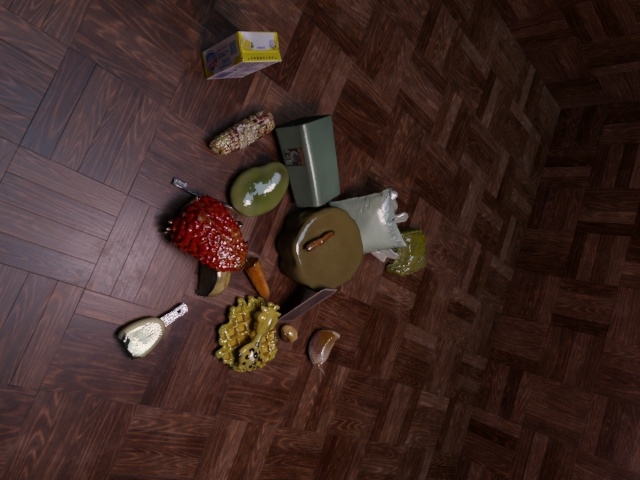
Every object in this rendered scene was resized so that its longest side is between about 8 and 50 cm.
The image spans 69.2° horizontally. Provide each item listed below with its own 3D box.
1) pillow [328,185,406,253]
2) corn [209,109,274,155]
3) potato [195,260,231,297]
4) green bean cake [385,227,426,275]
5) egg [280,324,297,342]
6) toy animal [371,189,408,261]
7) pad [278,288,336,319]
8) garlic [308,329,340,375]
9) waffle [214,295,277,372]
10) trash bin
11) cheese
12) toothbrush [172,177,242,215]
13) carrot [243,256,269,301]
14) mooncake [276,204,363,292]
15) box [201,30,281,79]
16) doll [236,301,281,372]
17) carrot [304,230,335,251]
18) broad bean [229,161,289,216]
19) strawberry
[{"bbox_3d":[0.212,-0.072,2.137,0.119,0.310,0.312,-69,143,-67],"label":"pillow"},{"bbox_3d":[-0.294,-0.406,1.757,0.290,0.098,0.098,-39,119,-32],"label":"corn"},{"bbox_3d":[-0.383,0.094,1.723,0.098,0.138,0.243,-2,100,-45],"label":"potato"},{"bbox_3d":[0.448,0.057,2.436,0.233,0.124,0.236,-9,102,-39],"label":"green bean cake"},{"bbox_3d":[-0.139,0.402,2.015,0.071,0.071,0.083,-39,114,-30],"label":"egg"},{"bbox_3d":[0.308,-0.072,2.285,0.266,0.188,0.307,-35,109,3],"label":"toy animal"},{"bbox_3d":[-0.057,0.276,1.961,0.002,0.266,0.176,59,15,18],"label":"pad"},{"bbox_3d":[0.006,0.499,2.112,0.090,0.129,0.198,47,62,-52],"label":"garlic"},{"bbox_3d":[-0.284,0.384,1.897,0.307,0.060,0.311,26,80,-40],"label":"waffle"},{"bbox_3d":[-0.036,-0.329,1.923,0.223,0.158,0.343,-36,120,-50],"label":"trash bin"},{"bbox_3d":[-0.579,0.306,1.638,0.252,0.054,0.127,-35,117,-33],"label":"cheese"},{"bbox_3d":[-0.410,-0.154,1.740,0.321,0.023,0.031,28,86,-39],"label":"toothbrush"},{"bbox_3d":[-0.249,0.169,1.893,0.072,0.072,0.205,-37,121,-31],"label":"carrot"},{"bbox_3d":[-0.011,0.030,2.002,0.379,0.201,0.378,-6,101,-35],"label":"mooncake"},{"bbox_3d":[-0.282,-0.645,1.626,0.168,0.265,0.097,-20,105,-37],"label":"box"},{"bbox_3d":[-0.248,0.381,1.834,0.117,0.086,0.291,29,81,-42],"label":"doll"},{"bbox_3d":[0.001,0.001,1.861,0.165,0.036,0.035,-30,114,-31],"label":"carrot"},{"bbox_3d":[-0.241,-0.201,1.829,0.263,0.121,0.189,-37,114,-19],"label":"broad bean"},{"bbox_3d":[-0.370,-0.033,1.623,0.306,0.137,0.233,32,61,3],"label":"strawberry"}]
